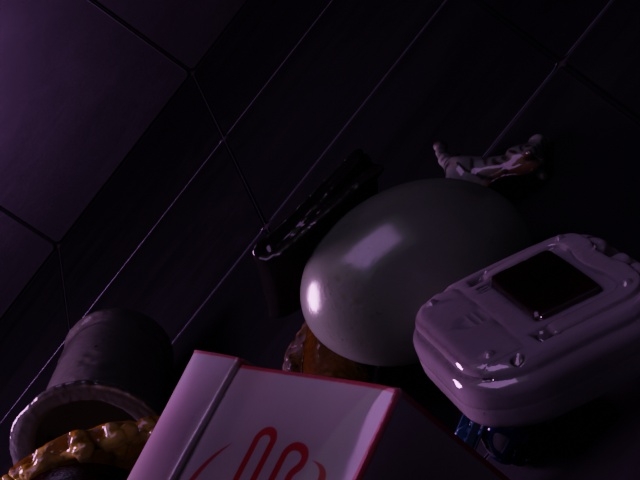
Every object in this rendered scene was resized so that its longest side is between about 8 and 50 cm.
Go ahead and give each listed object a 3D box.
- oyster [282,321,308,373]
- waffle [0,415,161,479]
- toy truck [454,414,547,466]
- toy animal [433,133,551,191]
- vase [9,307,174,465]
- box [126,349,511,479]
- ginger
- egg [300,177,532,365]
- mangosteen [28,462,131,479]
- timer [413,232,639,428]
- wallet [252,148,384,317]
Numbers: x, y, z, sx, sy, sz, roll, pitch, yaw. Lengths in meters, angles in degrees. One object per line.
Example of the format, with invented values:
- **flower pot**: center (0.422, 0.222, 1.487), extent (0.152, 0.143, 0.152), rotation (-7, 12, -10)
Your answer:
- **oyster**: center (0.010, 0.145, 2.119), extent (0.129, 0.078, 0.345), rotation (-25, 32, 37)
- **waffle**: center (-0.293, 0.312, 2.210), extent (0.302, 0.325, 0.068), rotation (-30, 64, 31)
- **toy truck**: center (0.176, 0.212, 1.664), extent (0.063, 0.074, 0.136), rotation (-132, 61, -69)
- **toy animal**: center (0.176, -0.070, 2.062), extent (0.255, 0.090, 0.170), rotation (-47, 26, 25)
- **vase**: center (-0.325, 0.240, 2.479), extent (0.245, 0.245, 0.291), rotation (-45, 17, 24)
- **box**: center (-0.001, 0.317, 1.494), extent (0.300, 0.314, 0.312), rotation (4, 60, 50)
- **ginger**: center (0.036, 0.150, 1.987), extent (0.133, 0.107, 0.309), rotation (-33, 31, 26)
- **egg**: center (0.108, 0.037, 1.861), extent (0.283, 0.203, 0.203), rotation (-22, 33, 18)
- **mangosteen**: center (-0.309, 0.419, 2.013), extent (0.330, 0.330, 0.330), rotation (-44, 24, 25)
- **timer**: center (0.221, 0.082, 1.617), extent (0.237, 0.087, 0.262), rotation (-27, 21, -7)
- **wallet**: center (0.000, 0.000, 2.033), extent (0.197, 0.051, 0.377), rotation (-43, -10, -9)
